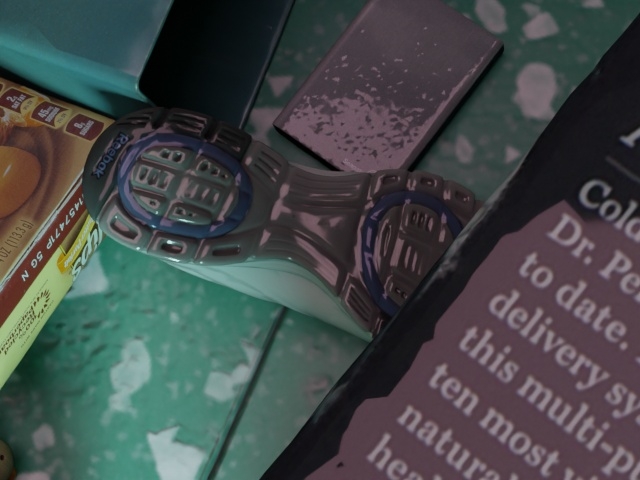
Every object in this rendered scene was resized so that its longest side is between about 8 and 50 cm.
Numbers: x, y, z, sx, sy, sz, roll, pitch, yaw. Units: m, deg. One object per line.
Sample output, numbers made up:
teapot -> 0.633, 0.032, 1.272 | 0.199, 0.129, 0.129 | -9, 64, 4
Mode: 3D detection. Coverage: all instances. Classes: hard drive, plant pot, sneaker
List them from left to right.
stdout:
plant pot -> -0.161, -0.173, 0.871 | 0.234, 0.166, 0.165 | 18, 80, 19
sneaker -> 0.000, 0.000, 0.825 | 0.297, 0.129, 0.111 | 23, 81, -5
hard drive -> 0.045, -0.102, 0.885 | 0.094, 0.022, 0.135 | 36, 84, 15

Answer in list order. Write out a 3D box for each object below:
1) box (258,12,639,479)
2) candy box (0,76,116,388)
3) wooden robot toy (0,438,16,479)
box -> 0.168, 0.156, 0.562 | 0.297, 0.480, 0.471 | 39, 85, 17
candy box -> -0.307, -0.042, 0.866 | 0.317, 0.087, 0.183 | 21, 57, 13
wooden robot toy -> -0.236, 0.133, 0.858 | 0.076, 0.079, 0.173 | -27, 44, 34
